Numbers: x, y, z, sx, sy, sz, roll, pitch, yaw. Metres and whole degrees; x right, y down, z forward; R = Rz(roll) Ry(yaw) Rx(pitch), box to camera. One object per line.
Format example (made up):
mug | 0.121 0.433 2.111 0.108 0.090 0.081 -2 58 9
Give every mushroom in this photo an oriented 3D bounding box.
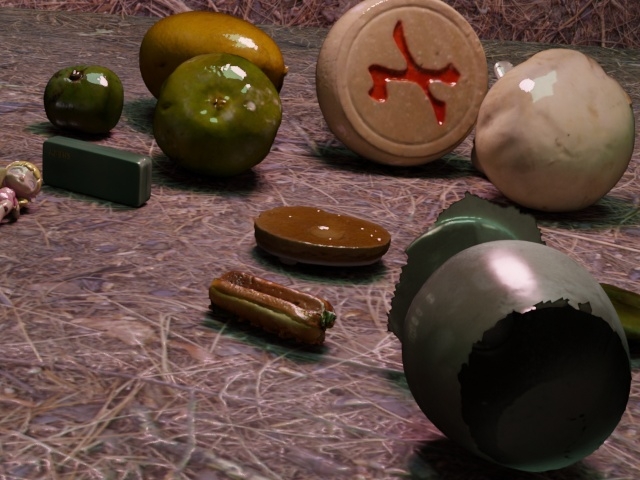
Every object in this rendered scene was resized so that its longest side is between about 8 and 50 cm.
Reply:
mushroom | 0.405 -0.184 2.104 0.314 0.314 0.336 1 -10 -18

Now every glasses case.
glasses case | -0.358 -0.112 1.811 0.184 0.077 0.039 14 24 19

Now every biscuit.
biscuit | 0.000 0.000 1.670 0.208 0.049 0.181 15 20 20

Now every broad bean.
broad bean | 0.371 0.094 1.509 0.207 0.072 0.153 9 25 3

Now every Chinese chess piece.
Chinese chess piece | 0.156 -0.309 2.185 0.338 0.338 0.140 2 2 -16

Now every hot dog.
hot dog | -0.060 0.085 1.398 0.188 0.055 0.072 19 25 28

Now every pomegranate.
pomegranate | -0.442 -0.273 2.170 0.152 0.131 0.191 7 11 9

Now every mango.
mango | -0.203 -0.346 2.267 0.301 0.220 0.445 16 3 -28

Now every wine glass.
wine glass | 0.193 0.098 1.200 0.238 0.238 0.323 4 15 -11

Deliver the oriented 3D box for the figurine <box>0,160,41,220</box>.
figurine | -0.470 -0.061 1.663 0.083 0.083 0.187 10 32 8

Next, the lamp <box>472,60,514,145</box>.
lamp | 0.342 -0.262 2.235 0.050 0.198 0.056 -8 53 -21

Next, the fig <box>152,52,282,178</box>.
fig | -0.197 -0.196 2.015 0.233 0.233 0.314 -2 -22 -26
